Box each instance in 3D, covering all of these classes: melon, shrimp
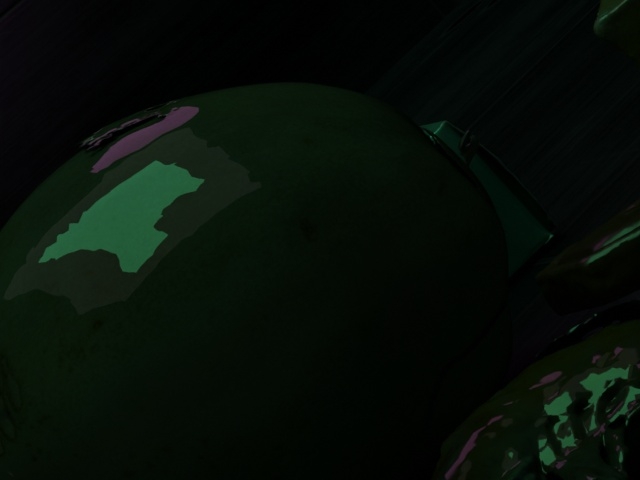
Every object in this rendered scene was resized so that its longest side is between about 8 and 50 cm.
[{"bbox_3d":[-0.044,0.046,0.875,0.330,0.268,0.268,-33,9,9],"label":"melon"},{"bbox_3d":[0.095,0.106,0.575,0.173,0.058,0.253,-27,22,38],"label":"shrimp"}]

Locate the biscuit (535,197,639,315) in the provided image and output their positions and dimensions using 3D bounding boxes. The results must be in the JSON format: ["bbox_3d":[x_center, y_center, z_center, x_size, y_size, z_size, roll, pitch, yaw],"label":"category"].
[{"bbox_3d":[0.189,-0.021,0.740,0.182,0.034,0.215,-27,-3,15],"label":"biscuit"}]

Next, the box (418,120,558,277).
[{"bbox_3d":[0.005,0.052,1.161,0.311,0.118,0.205,-43,9,-4],"label":"box"}]

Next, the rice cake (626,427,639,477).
[{"bbox_3d":[0.172,0.047,0.649,0.180,0.030,0.042,-39,14,25],"label":"rice cake"}]

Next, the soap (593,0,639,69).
[{"bbox_3d":[0.321,-0.229,1.267,0.199,0.091,0.315,-40,7,24],"label":"soap"}]
